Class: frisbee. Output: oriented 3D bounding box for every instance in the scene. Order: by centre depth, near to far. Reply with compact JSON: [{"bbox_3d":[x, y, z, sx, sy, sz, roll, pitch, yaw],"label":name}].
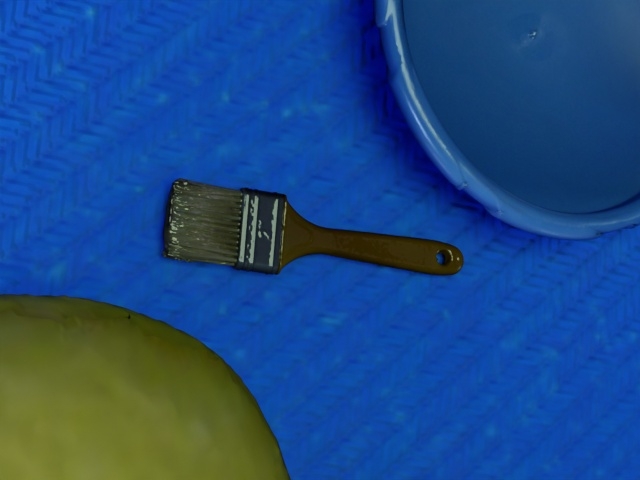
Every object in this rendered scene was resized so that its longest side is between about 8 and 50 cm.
[{"bbox_3d":[0.128,-0.118,0.785,0.242,0.045,0.242,5,80,-29],"label":"frisbee"}]

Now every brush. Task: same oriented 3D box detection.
[{"bbox_3d":[0.000,0.000,0.732,0.170,0.014,0.043,9,80,-22],"label":"brush"}]

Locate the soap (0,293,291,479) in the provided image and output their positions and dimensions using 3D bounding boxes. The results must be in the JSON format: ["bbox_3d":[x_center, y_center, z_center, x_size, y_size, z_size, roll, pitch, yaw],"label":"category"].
[{"bbox_3d":[-0.143,0.229,0.566,0.306,0.115,0.427,-2,103,-27],"label":"soap"}]
